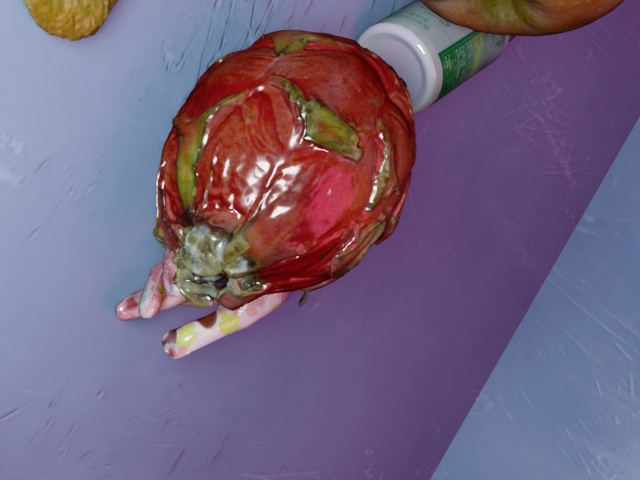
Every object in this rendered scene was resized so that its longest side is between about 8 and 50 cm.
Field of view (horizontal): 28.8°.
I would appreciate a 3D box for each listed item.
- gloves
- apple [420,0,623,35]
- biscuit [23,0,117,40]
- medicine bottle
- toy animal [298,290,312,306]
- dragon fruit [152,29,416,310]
[{"bbox_3d":[-0.136,0.043,1.483,0.241,0.126,0.145,-11,138,-24],"label":"gloves"},{"bbox_3d":[0.239,-0.413,1.461,0.338,0.338,0.305,34,71,-66],"label":"apple"},{"bbox_3d":[-0.184,-0.293,1.114,0.247,0.029,0.118,-58,149,-5],"label":"biscuit"},{"bbox_3d":[0.172,-0.278,1.706,0.274,0.133,0.133,-36,146,-44],"label":"medicine bottle"},{"bbox_3d":[0.003,0.013,1.765,0.069,0.086,0.219,7,123,-22],"label":"toy animal"},{"bbox_3d":[-0.035,-0.083,1.347,0.342,0.277,0.277,-50,156,-48],"label":"dragon fruit"}]
